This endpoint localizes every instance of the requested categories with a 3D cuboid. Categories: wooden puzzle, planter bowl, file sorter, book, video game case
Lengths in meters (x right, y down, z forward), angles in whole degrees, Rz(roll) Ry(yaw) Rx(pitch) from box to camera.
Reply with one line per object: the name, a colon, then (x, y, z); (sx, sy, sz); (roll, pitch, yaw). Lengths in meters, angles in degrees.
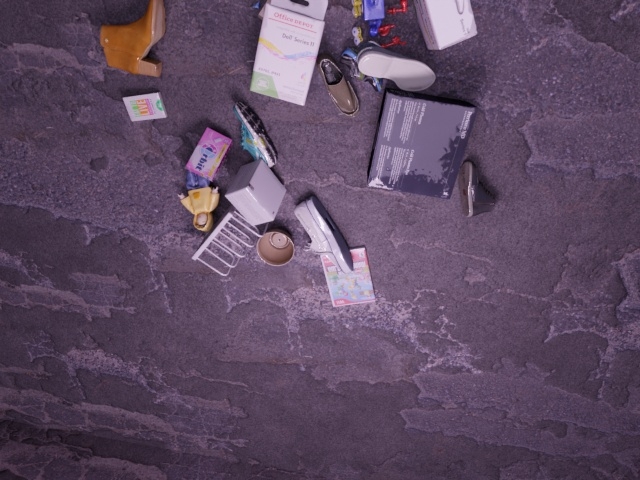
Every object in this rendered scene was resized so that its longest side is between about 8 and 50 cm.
wooden puzzle: (-0.173, -0.798, 1.431); (0.079, 0.014, 0.116); (-41, 110, 16)
planter bowl: (-0.187, 0.015, 1.773); (0.162, 0.109, 0.161); (2, 115, 5)
file sorter: (-0.379, -0.013, 1.736); (0.173, 0.192, 0.277); (38, 113, -16)
book: (-0.690, -0.528, 1.606); (0.145, 0.035, 0.096); (-5, 119, 7)
video game case: (0.128, 0.169, 1.864); (0.204, 0.025, 0.284); (-10, 115, 10)

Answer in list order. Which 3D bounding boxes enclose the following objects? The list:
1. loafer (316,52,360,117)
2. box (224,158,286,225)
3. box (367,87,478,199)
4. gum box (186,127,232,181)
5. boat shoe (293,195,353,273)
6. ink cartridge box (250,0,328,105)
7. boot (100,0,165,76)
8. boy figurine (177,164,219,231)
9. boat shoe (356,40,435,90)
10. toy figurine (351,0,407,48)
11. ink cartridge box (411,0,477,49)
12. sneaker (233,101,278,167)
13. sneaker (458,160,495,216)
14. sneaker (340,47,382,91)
loafer: (0.060, -0.558, 1.483); (0.095, 0.087, 0.251); (-30, 109, 18)
box: (-0.251, -0.189, 1.607); (0.119, 0.181, 0.181); (-12, 133, 32)
box: (0.357, -0.356, 1.502); (0.313, 0.179, 0.342); (11, 116, 2)
gum box: (-0.434, -0.343, 1.604); (0.107, 0.062, 0.188); (26, 79, -9)
boat shoe: (-0.003, 0.002, 1.733); (0.157, 0.135, 0.366); (-27, 104, 22)
ink cartridge box: (-0.109, -0.681, 1.416); (0.208, 0.119, 0.353); (13, 116, -7)
boot: (-0.678, -0.750, 1.455); (0.212, 0.104, 0.294); (16, 120, -2)
boy figurine: (-0.507, -0.175, 1.689); (0.178, 0.092, 0.284); (-3, 97, 7)
boat shoe: (0.263, -0.608, 1.402); (0.320, 0.098, 0.116); (4, 149, -28)
toy figurine: (0.191, -0.791, 1.287); (0.192, 0.217, 0.361); (-1, 116, 6)
ink cartridge box: (0.375, -0.718, 1.269); (0.117, 0.278, 0.201); (-20, 112, 14)
sneaker: (-0.273, -0.402, 1.588); (0.110, 0.107, 0.275); (-16, 113, 23)
sneaker: (0.622, -0.211, 1.614); (0.118, 0.083, 0.221); (-11, 108, -10)
sneaker: (0.150, -0.610, 1.472); (0.188, 0.067, 0.078); (38, 135, -14)
